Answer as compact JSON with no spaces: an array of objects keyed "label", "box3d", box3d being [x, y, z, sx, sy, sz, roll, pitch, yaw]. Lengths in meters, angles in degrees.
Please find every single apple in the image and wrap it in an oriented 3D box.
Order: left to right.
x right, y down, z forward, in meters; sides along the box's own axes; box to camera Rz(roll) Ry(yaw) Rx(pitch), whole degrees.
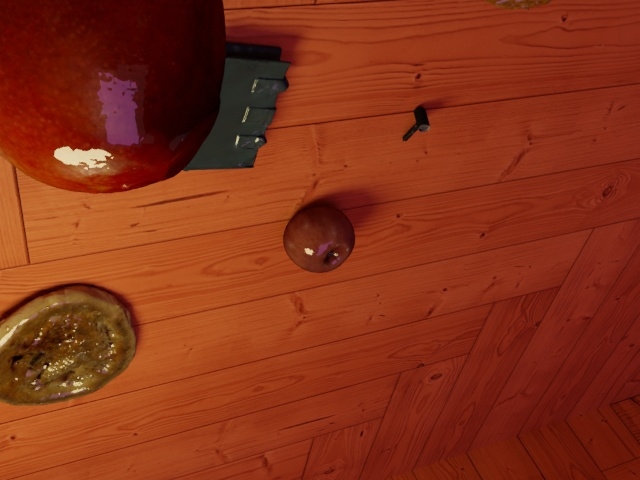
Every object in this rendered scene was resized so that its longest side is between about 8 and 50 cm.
[{"label":"apple","box3d":[0.000,0.000,1.614,0.153,0.120,0.153,-18,140,-16]}]

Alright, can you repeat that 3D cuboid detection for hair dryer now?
[{"label":"hair dryer","box3d":[0.192,-0.229,1.549,0.026,0.047,0.083,4,151,-25]}]

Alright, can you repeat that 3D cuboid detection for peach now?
[{"label":"peach","box3d":[-0.285,-0.237,0.951,0.388,0.388,0.388,-17,141,-15]}]

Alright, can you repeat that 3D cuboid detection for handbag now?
[{"label":"handbag","box3d":[-0.154,-0.228,1.313,0.179,0.062,0.229,-5,136,-32]}]

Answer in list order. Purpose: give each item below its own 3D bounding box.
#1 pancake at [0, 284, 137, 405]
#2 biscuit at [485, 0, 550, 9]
[{"label":"pancake","box3d":[-0.542,0.236,1.582,0.356,0.065,0.356,-20,144,-15]},{"label":"biscuit","box3d":[0.376,-0.504,1.316,0.254,0.035,0.254,-8,148,-5]}]
